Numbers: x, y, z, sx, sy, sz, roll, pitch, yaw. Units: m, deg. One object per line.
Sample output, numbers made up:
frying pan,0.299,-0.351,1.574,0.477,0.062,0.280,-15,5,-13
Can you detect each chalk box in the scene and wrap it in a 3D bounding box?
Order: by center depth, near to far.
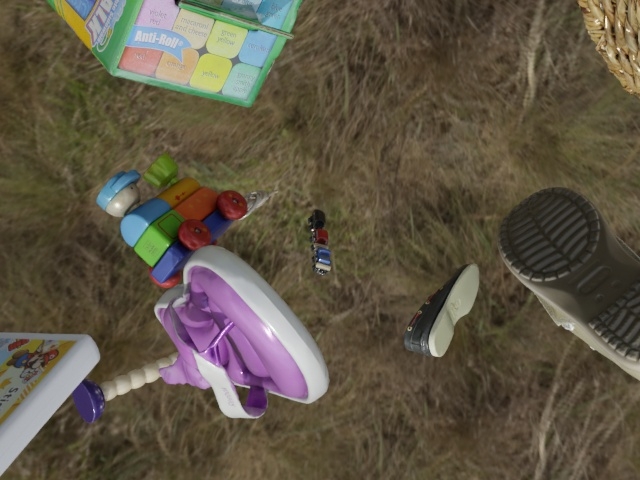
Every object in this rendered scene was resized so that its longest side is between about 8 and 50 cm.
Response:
chalk box,-0.101,-0.190,0.678,0.132,0.213,0.132,9,119,-42

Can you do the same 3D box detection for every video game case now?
video game case,-0.288,0.140,0.598,0.206,0.227,0.026,-2,123,29

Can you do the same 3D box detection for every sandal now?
sandal,-0.099,0.111,0.861,0.169,0.416,0.102,46,73,-3

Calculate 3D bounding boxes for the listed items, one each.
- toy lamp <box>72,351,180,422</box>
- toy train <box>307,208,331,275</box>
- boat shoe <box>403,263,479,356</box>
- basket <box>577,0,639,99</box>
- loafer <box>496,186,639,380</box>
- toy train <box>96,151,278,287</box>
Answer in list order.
toy lamp,-0.258,0.203,1.446,0.080,0.274,0.080,22,121,43
toy train,0.000,0.000,1.417,0.027,0.158,0.036,17,122,-16
boat shoe,0.131,0.069,0.956,0.042,0.133,0.049,5,131,36
basket,0.332,-0.247,0.853,0.213,0.223,0.299,-51,137,8
loafer,0.246,0.045,0.811,0.102,0.268,0.092,-35,124,6
toy train,-0.169,-0.059,1.182,0.143,0.248,0.105,44,129,0
